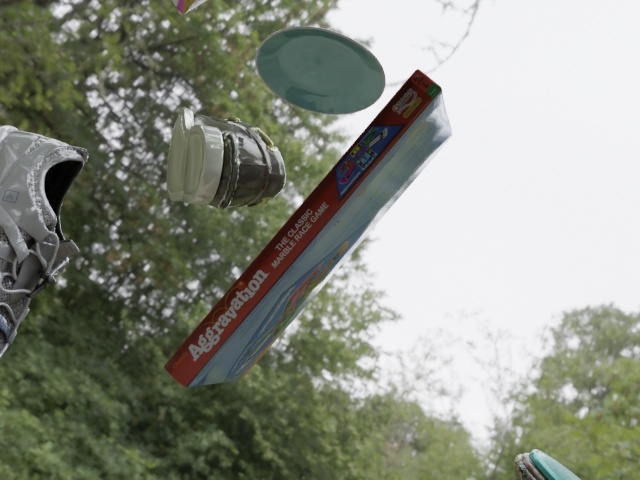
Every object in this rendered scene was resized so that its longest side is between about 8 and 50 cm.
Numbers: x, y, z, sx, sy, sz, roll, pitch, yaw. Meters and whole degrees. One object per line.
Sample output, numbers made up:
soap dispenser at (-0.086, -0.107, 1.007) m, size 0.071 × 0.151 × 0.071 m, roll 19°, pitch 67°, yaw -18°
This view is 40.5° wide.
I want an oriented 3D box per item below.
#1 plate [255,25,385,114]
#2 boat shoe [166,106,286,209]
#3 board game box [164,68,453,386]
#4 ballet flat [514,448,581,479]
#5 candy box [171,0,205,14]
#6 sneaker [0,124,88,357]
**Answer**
plate at (0.001, -0.243, 1.224) m, size 0.188 × 0.024 × 0.188 m, roll 11°, pitch -28°, yaw 6°
boat shoe at (-0.117, -0.089, 0.985) m, size 0.091 × 0.109 × 0.305 m, roll 6°, pitch 9°, yaw -18°
board game box at (0.000, 0.000, 0.685) m, size 0.027 × 0.281 × 0.145 m, roll 41°, pitch 2°, yaw 14°
ballet flat at (0.419, 0.459, 1.233) m, size 0.482 × 0.164 × 0.182 m, roll 28°, pitch -74°, yaw -26°
candy box at (-0.078, -0.372, 0.978) m, size 0.071 × 0.233 × 0.159 m, roll 52°, pitch -17°, yaw 3°
sneaker at (-0.276, 0.017, 0.767) m, size 0.115 × 0.281 × 0.105 m, roll 3°, pitch -24°, yaw -1°
